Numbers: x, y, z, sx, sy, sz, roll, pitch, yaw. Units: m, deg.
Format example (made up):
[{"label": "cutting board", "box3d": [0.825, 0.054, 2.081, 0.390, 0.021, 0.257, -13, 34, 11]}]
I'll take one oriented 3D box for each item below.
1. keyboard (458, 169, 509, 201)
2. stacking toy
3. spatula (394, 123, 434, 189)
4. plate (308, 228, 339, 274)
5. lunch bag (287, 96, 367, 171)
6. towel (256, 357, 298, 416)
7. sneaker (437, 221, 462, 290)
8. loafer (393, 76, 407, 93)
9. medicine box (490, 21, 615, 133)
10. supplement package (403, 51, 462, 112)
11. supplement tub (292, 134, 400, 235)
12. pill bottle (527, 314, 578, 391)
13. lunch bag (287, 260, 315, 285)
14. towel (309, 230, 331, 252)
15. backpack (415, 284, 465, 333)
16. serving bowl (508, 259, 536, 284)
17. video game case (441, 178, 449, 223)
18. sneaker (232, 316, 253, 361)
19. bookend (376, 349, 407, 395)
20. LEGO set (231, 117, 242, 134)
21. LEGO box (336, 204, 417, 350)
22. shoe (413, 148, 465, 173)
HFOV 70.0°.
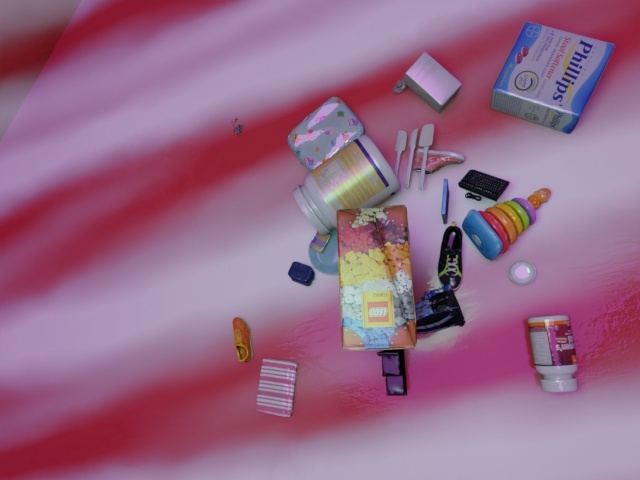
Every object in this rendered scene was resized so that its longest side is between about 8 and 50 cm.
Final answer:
[{"label": "keyboard", "box3d": [0.545, -0.183, 1.560, 0.108, 0.023, 0.180, -53, 34, 2]}, {"label": "stacking toy", "box3d": [0.639, -0.081, 1.513, 0.301, 0.175, 0.166, -32, 71, -5]}, {"label": "spatula", "box3d": [0.330, -0.298, 1.663, 0.168, 0.019, 0.242, 3, 80, 45]}, {"label": "plate", "box3d": [0.045, 0.037, 1.728, 0.188, 0.024, 0.188, -3, 79, 18]}, {"label": "lunch bag", "box3d": [0.027, -0.387, 1.764, 0.279, 0.108, 0.224, -40, 75, 8]}, {"label": "towel", "box3d": [-0.161, 0.545, 1.702, 0.144, 0.029, 0.197, 3, 79, 18]}, {"label": "sneaker", "box3d": [0.441, 0.053, 1.561, 0.084, 0.097, 0.235, 0, 80, 18]}, {"label": "loafer", "box3d": [0.329, -0.612, 1.745, 0.125, 0.039, 0.045, -34, 73, 9]}, {"label": "medicine box", "box3d": [0.768, -0.546, 1.538, 0.289, 0.149, 0.264, 26, 89, 21]}, {"label": "supplement package", "box3d": [0.405, -0.571, 1.659, 0.179, 0.105, 0.105, 44, 94, 5]}, {"label": "supplement tub", "box3d": [0.091, -0.191, 1.639, 0.331, 0.241, 0.241, -34, 72, 9]}, {"label": "pill bottle", "box3d": [0.719, 0.345, 1.409, 0.121, 0.121, 0.222, -8, 78, 16]}, {"label": "lunch bag", "box3d": [-0.067, 0.128, 1.726, 0.098, 0.065, 0.067, 20, 71, 21]}, {"label": "towel", "box3d": [0.000, 0.000, 1.730, 0.060, 0.009, 0.083, 27, 90, 19]}, {"label": "backpack", "box3d": [0.375, 0.238, 1.520, 0.173, 0.158, 0.117, -22, 56, 15]}, {"label": "serving bowl", "box3d": [0.668, 0.106, 1.517, 0.083, 0.027, 0.084, -3, 80, 17]}, {"label": "video game case", "box3d": [0.427, -0.129, 1.561, 0.015, 0.166, 0.119, 4, 82, 18]}, {"label": "sneaker", "box3d": [-0.302, 0.377, 1.754, 0.064, 0.067, 0.175, -24, 73, 14]}, {"label": "bookend", "box3d": [0.240, 0.447, 1.524, 0.072, 0.156, 0.158, -5, 80, 16]}, {"label": "LEGO set", "box3d": [-0.357, -0.485, 1.946, 0.054, 0.023, 0.083, -46, 71, 5]}, {"label": "LEGO box", "box3d": [0.174, 0.136, 1.409, 0.192, 0.500, 0.373, -3, 79, 8]}, {"label": "shoe", "box3d": [0.423, -0.277, 1.647, 0.177, 0.063, 0.081, 13, 86, 24]}]
